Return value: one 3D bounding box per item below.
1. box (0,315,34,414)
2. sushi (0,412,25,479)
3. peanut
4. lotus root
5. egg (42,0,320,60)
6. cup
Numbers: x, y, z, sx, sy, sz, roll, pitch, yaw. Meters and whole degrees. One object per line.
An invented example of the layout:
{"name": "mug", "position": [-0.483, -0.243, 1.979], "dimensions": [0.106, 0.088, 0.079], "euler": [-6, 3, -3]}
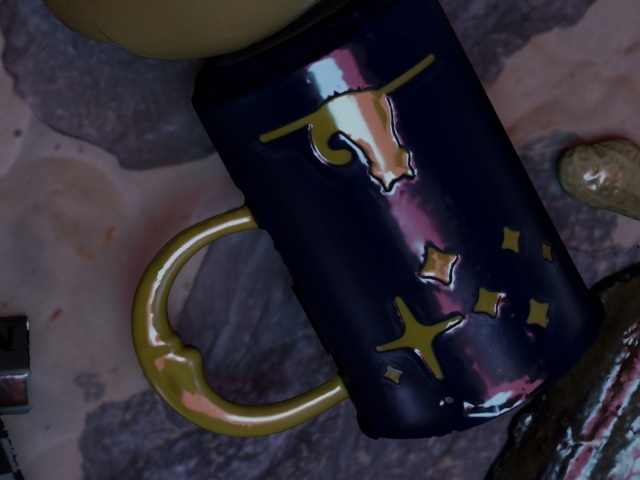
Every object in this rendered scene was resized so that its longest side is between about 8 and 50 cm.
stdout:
{"name": "box", "position": [-0.269, 0.083, 0.987], "dimensions": [0.178, 0.115, 0.035], "euler": [-4, 107, -9]}
{"name": "sushi", "position": [-0.345, 0.149, 0.924], "dimensions": [0.343, 0.359, 0.064], "euler": [-11, 67, -8]}
{"name": "peanut", "position": [0.214, -0.041, 1.083], "dimensions": [0.113, 0.054, 0.053], "euler": [11, 101, -16]}
{"name": "lotus root", "position": [0.215, 0.165, 1.120], "dimensions": [0.167, 0.078, 0.329], "euler": [19, 100, -16]}
{"name": "egg", "position": [-0.060, -0.215, 0.899], "dimensions": [0.201, 0.201, 0.244], "euler": [43, 130, -17]}
{"name": "cup", "position": [0.015, -0.004, 0.971], "dimensions": [0.255, 0.178, 0.256], "euler": [-38, 107, -28]}
